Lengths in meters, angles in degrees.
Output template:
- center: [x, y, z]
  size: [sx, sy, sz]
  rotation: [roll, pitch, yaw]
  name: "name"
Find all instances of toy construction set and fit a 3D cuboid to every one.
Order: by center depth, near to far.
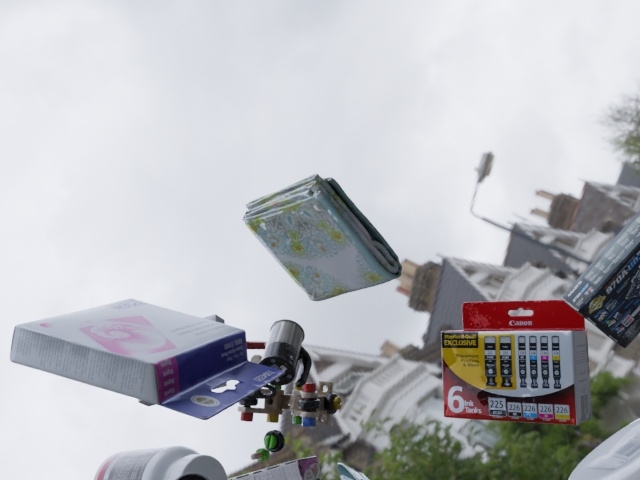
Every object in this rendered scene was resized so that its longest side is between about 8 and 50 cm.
- center: [-0.083, 0.415, 2.125]
  size: [0.258, 0.308, 0.237]
  rotation: [-31, -21, 24]
  name: "toy construction set"

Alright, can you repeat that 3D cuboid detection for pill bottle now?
- center: [-0.354, 0.549, 1.694]
  size: [0.176, 0.319, 0.176]
  rotation: [19, -117, -42]
  name: "pill bottle"

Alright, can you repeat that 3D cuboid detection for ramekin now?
- center: [0.524, 0.374, 1.190]
  size: [0.277, 0.135, 0.277]
  rotation: [-34, -11, -7]
  name: "ramekin"

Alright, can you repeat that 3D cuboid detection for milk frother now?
- center: [-0.104, 0.275, 1.724]
  size: [0.134, 0.143, 0.129]
  rotation: [-74, -38, -58]
  name: "milk frother"

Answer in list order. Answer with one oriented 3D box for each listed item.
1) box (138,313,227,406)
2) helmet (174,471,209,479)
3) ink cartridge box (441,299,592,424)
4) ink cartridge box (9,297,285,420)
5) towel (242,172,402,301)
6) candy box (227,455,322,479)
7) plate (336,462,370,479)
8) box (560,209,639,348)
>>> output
- center: [-0.278, 0.241, 1.530]
  size: [0.038, 0.186, 0.145]
  rotation: [44, -147, -52]
  name: "box"
- center: [-0.230, 0.463, 1.218]
  size: [0.162, 0.169, 0.169]
  rotation: [-38, -39, -25]
  name: "helmet"
- center: [0.443, 0.271, 1.746]
  size: [0.130, 0.310, 0.271]
  rotation: [8, -101, -56]
  name: "ink cartridge box"
- center: [-0.256, 0.176, 1.228]
  size: [0.324, 0.330, 0.071]
  rotation: [-8, -71, -73]
  name: "ink cartridge box"
- center: [0.000, 0.000, 2.079]
  size: [0.374, 0.321, 0.090]
  rotation: [51, -133, -23]
  name: "towel"
- center: [-0.132, 0.641, 2.027]
  size: [0.159, 0.234, 0.071]
  rotation: [33, -140, -68]
  name: "candy box"
- center: [0.090, 0.438, 1.245]
  size: [0.024, 0.188, 0.188]
  rotation: [-32, -41, -18]
  name: "plate"
- center: [0.553, 0.067, 1.340]
  size: [0.175, 0.051, 0.220]
  rotation: [32, -79, -34]
  name: "box"
